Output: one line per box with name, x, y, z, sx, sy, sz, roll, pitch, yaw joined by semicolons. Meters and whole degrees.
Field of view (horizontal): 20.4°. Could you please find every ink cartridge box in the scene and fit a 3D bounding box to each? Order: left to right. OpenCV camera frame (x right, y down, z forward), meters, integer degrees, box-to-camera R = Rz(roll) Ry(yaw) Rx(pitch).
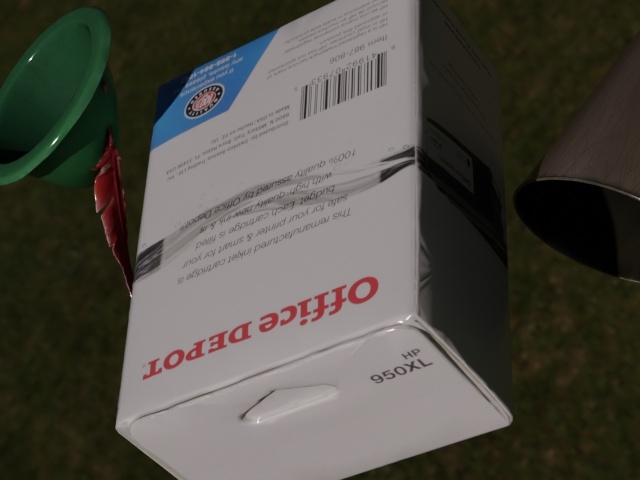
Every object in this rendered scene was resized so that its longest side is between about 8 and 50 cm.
ink cartridge box;0.000;0.000;1.505;0.285;0.166;0.395;-22;43;26

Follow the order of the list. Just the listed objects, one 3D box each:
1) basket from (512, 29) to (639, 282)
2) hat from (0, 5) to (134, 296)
basket;0.308;-0.096;1.588;0.204;0.154;0.227;6;57;54
hat;-0.190;-0.077;1.606;0.208;0.183;0.173;-56;32;1
